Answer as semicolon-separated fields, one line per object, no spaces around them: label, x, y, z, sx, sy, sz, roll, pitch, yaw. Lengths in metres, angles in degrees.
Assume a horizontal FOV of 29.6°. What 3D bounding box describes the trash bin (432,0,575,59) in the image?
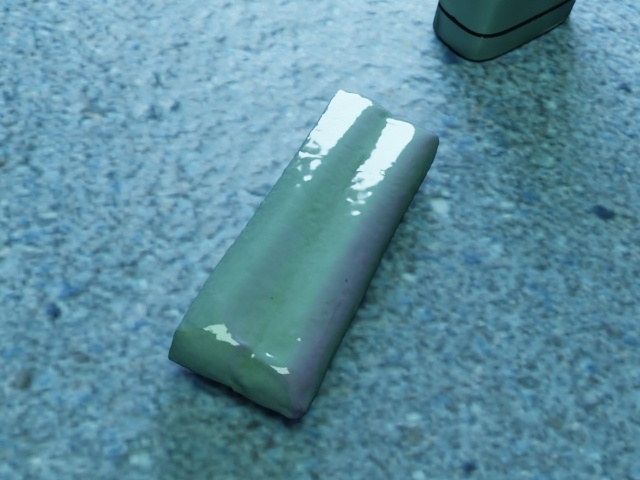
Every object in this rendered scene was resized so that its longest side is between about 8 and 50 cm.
trash bin;0.139;-0.200;0.818;0.116;0.130;0.059;-31;63;-30

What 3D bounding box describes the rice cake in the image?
rice cake;0.000;-0.001;0.689;0.080;0.042;0.222;23;50;9
